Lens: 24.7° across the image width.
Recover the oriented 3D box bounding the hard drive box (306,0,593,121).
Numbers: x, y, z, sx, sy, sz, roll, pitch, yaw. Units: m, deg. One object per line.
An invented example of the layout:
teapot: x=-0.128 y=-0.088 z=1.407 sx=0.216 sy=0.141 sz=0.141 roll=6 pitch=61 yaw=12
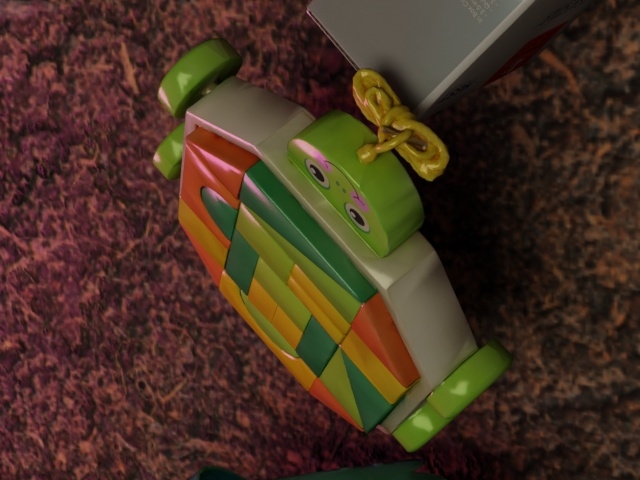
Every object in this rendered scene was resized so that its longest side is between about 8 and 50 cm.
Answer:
hard drive box: x=0.128 y=-0.184 z=0.775 sx=0.089 sy=0.181 sz=0.232 roll=50 pitch=126 yaw=6

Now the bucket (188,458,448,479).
bucket: x=-0.014 y=0.276 z=0.949 sx=0.281 sy=0.183 sz=0.281 roll=178 pitch=90 yaw=-72

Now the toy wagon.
toy wagon: x=0.000 y=0.000 z=0.886 sx=0.267 sy=0.068 sz=0.344 roll=48 pitch=164 yaw=8
